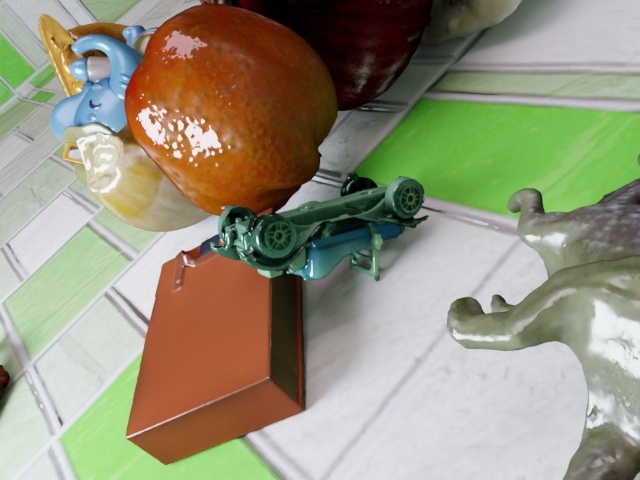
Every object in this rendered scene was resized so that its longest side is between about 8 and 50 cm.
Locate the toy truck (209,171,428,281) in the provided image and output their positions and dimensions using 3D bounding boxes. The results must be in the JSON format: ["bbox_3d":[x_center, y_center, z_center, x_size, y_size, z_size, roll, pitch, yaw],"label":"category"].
[{"bbox_3d":[0.001,0.000,0.490,0.154,0.078,0.080,-17,15,-27],"label":"toy truck"}]

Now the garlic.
[{"bbox_3d":[-0.166,-0.105,0.729,0.145,0.164,0.245,-42,23,25],"label":"garlic"}]

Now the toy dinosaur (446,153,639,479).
[{"bbox_3d":[0.153,0.030,0.318,0.162,0.077,0.294,-17,37,30],"label":"toy dinosaur"}]

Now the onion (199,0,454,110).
[{"bbox_3d":[-0.022,-0.288,0.671,0.232,0.313,0.314,-13,23,-25],"label":"onion"}]

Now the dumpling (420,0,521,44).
[{"bbox_3d":[0.149,-0.322,0.712,0.227,0.175,0.243,-53,2,36],"label":"dumpling"}]

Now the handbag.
[{"bbox_3d":[-0.078,0.067,0.521,0.127,0.063,0.190,-27,37,18],"label":"handbag"}]

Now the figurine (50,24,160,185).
[{"bbox_3d":[-0.256,-0.187,0.877,0.154,0.180,0.262,-15,66,57],"label":"figurine"}]

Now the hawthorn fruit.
[{"bbox_3d":[-0.076,-0.112,0.566,0.189,0.189,0.189,-26,34,19],"label":"hawthorn fruit"}]

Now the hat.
[{"bbox_3d":[-0.282,-0.277,1.046,0.233,0.233,0.244,-30,69,-25],"label":"hat"}]

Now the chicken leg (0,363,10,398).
[{"bbox_3d":[-0.386,0.167,0.713,0.093,0.053,0.205,-40,25,25],"label":"chicken leg"}]
